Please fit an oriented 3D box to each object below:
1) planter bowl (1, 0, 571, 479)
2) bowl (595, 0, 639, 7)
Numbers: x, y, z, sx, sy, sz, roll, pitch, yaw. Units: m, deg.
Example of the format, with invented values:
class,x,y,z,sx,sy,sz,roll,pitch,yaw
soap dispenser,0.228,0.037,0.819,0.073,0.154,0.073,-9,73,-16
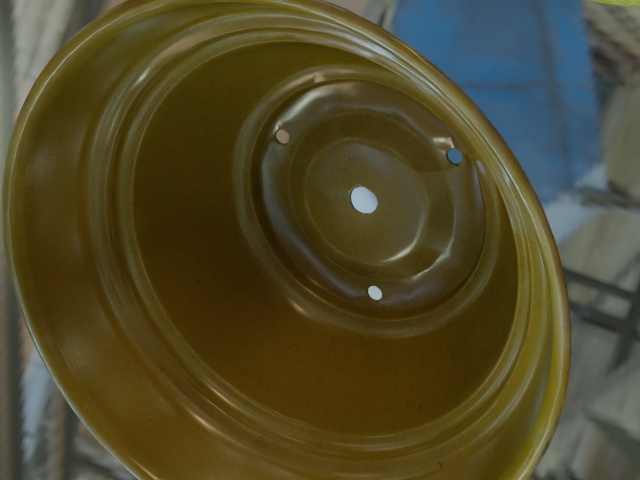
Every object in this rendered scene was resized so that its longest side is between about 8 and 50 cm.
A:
class,x,y,z,sx,sy,sz,roll,pitch,yaw
planter bowl,0.000,0.000,0.666,0.090,0.217,0.217,-43,-23,-55
bowl,0.138,-0.244,0.730,0.156,0.289,0.289,4,-74,-78
